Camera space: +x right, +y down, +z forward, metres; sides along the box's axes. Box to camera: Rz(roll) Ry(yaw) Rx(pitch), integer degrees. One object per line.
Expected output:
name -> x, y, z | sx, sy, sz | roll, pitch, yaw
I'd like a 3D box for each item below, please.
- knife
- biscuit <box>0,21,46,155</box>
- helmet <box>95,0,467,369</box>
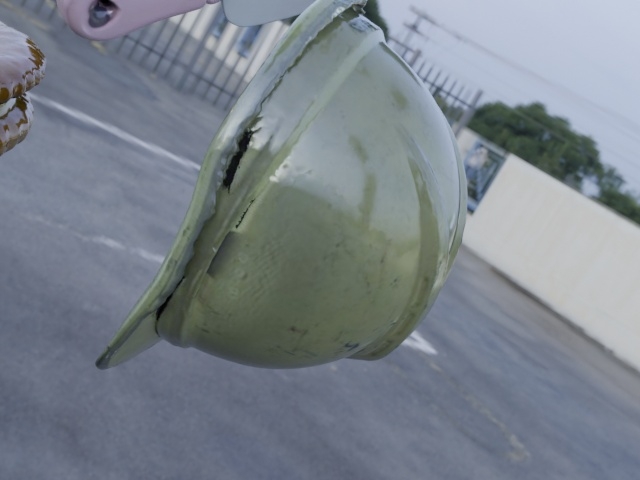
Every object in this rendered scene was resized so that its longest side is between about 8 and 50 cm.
knife -> -0.064, -0.218, 0.854 | 0.336, 0.081, 0.043 | -13, 51, -30
biscuit -> -0.289, -0.107, 0.619 | 0.221, 0.066, 0.220 | 11, 25, -5
helmet -> 0.001, 0.005, 0.551 | 0.137, 0.257, 0.204 | 35, 33, 4
